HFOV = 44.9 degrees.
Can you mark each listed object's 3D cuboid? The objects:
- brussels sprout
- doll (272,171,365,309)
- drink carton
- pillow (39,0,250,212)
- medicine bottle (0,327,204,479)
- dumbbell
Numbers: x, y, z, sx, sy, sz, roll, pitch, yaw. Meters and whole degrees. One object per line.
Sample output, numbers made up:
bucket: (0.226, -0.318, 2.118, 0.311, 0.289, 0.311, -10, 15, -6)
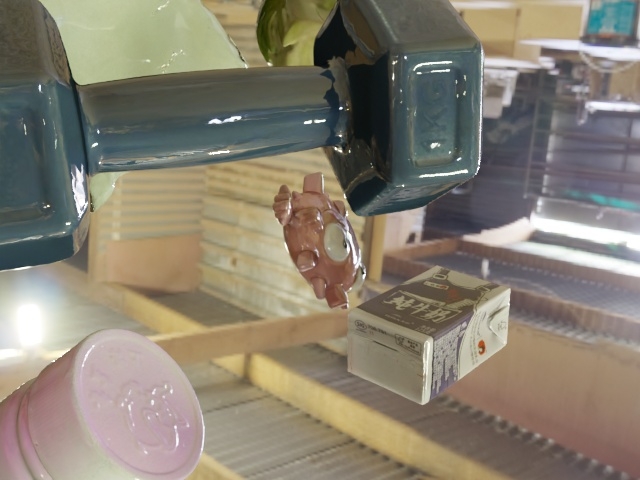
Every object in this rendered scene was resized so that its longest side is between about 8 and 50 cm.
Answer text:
brussels sprout: (0.009, -0.227, 0.823, 0.162, 0.143, 0.180, 25, -138, 8)
doll: (0.000, 0.000, 1.164, 0.093, 0.211, 0.262, -17, 144, 20)
drink carton: (0.158, 0.126, 1.101, 0.134, 0.101, 0.222, 16, -154, 40)
pillow: (-0.260, -0.240, 0.937, 0.310, 0.312, 0.119, -44, -145, -16)
medicine bottle: (-0.327, 0.276, 0.967, 0.325, 0.212, 0.212, -37, 173, 22)
dumbbell: (-0.064, -0.075, 0.475, 0.325, 0.144, 0.160, -10, 169, -18)
